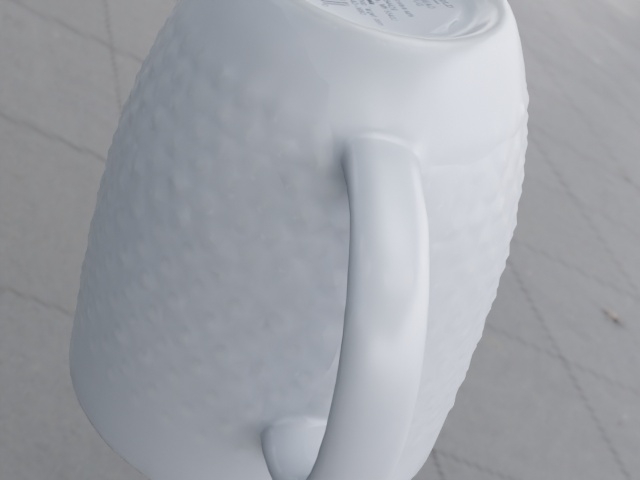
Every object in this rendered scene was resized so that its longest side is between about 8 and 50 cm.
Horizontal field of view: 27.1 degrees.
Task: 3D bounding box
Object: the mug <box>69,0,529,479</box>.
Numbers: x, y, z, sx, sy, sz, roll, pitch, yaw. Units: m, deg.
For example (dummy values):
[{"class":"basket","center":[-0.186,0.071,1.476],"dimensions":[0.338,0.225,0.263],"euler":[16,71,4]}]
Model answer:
[{"class":"mug","center":[0.000,0.000,0.835],"dimensions":[0.276,0.328,0.374],"euler":[8,35,-14]}]
